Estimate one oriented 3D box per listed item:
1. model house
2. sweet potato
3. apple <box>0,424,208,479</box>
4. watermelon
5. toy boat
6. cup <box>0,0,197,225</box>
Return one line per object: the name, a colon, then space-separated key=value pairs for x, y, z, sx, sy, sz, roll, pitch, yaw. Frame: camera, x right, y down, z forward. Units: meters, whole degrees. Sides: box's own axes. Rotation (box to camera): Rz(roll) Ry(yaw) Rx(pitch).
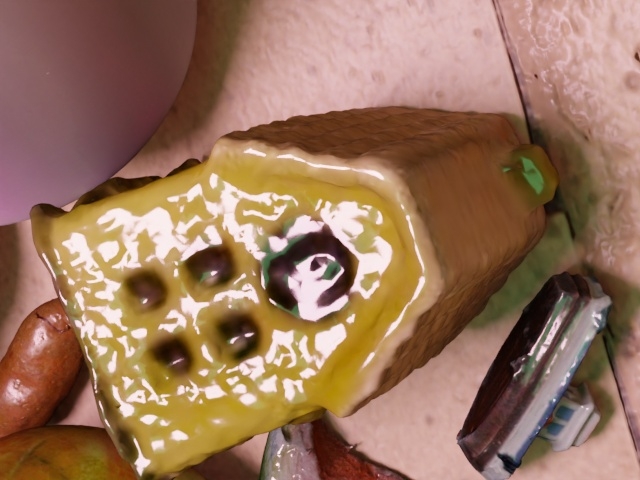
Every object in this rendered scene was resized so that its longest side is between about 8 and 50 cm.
model house: x=0.000 y=0.000 z=0.766 sx=0.234 sy=0.193 sz=0.175 roll=-28 pitch=87 yaw=27
sweet potato: x=-0.207 y=0.109 z=0.963 sx=0.056 sy=0.056 sz=0.195 roll=43 pitch=119 yaw=10
apple: x=-0.157 y=0.244 z=0.864 sx=0.246 sy=0.246 sz=0.226 roll=40 pitch=125 yaw=12
watermelon: x=0.019 y=0.188 z=0.871 sx=0.139 sy=0.071 sz=0.187 roll=-9 pitch=98 yaw=22
toy boat: x=0.130 y=0.084 z=0.804 sx=0.066 sy=0.059 sz=0.140 roll=24 pitch=111 yaw=-10
cup: x=-0.221 y=-0.172 z=0.706 sx=0.253 sy=0.371 sz=0.253 roll=-2 pitch=73 yaw=8
